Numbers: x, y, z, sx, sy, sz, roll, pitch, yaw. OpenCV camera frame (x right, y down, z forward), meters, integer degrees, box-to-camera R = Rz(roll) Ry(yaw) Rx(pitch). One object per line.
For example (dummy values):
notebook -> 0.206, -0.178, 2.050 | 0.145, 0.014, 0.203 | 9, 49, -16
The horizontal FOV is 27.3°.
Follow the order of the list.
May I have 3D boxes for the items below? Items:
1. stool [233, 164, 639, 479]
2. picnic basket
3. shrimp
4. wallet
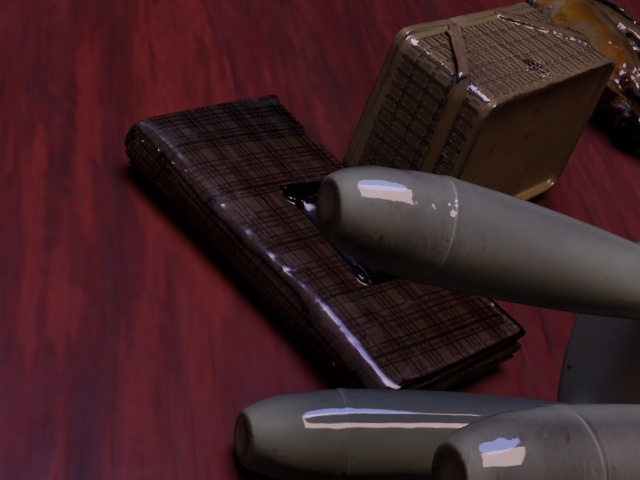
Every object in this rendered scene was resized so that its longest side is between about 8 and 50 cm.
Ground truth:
stool -> 0.090, 0.091, 0.555 | 0.198, 0.195, 0.195 | -1, 41, -23
picnic basket -> 0.102, -0.079, 0.842 | 0.079, 0.115, 0.164 | 40, 38, 25
shrimp -> 0.259, -0.140, 1.076 | 0.173, 0.058, 0.253 | 9, 35, -34
wallet -> 0.000, 0.000, 0.744 | 0.124, 0.042, 0.230 | -19, 51, -42
